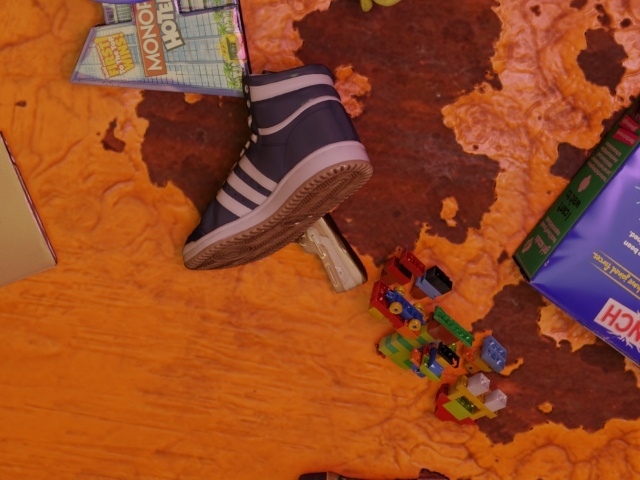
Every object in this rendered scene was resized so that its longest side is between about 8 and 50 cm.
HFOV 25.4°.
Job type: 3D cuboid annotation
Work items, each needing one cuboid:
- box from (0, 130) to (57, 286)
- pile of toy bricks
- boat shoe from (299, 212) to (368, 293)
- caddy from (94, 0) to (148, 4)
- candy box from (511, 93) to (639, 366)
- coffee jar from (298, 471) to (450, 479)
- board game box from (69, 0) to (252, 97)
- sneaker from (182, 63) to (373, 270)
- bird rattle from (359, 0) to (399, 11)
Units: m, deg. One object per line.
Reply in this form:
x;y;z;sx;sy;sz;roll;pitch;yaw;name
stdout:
-0.419;-0.013;1.600;0.201;0.021;0.164;-20;102;6;box
0.110;0.114;1.594;0.105;0.118;0.212;-29;120;35;pile of toy bricks
0.000;0.000;1.583;0.045;0.050;0.135;-32;95;12;boat shoe
-0.170;-0.396;1.358;0.241;0.179;0.341;25;107;-7;caddy
0.413;-0.014;1.540;0.268;0.122;0.317;36;100;-8;candy box
0.061;0.319;1.639;0.184;0.079;0.096;3;103;0;coffee jar
-0.181;-0.236;1.527;0.194;0.060;0.194;-9;102;2;board game box
-0.065;-0.081;1.528;0.282;0.099;0.153;-34;67;41;sneaker
0.069;-0.367;1.433;0.143;0.207;0.253;-31;111;-11;bird rattle
